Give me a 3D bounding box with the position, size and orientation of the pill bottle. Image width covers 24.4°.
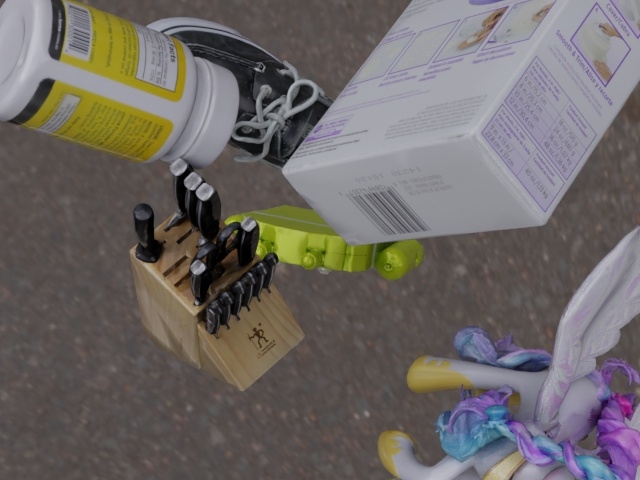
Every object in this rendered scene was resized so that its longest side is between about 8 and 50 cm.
[{"bbox_3d":[-0.184,-0.136,1.306,0.119,0.208,0.119,-28,54,46],"label":"pill bottle"}]

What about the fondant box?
[{"bbox_3d":[0.148,-0.150,1.149,0.238,0.096,0.330,-6,43,56],"label":"fondant box"}]

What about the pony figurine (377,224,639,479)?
[{"bbox_3d":[0.241,0.177,1.476,0.351,0.303,0.363,-43,23,-25],"label":"pony figurine"}]

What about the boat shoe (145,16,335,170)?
[{"bbox_3d":[-0.048,-0.123,1.486,0.113,0.306,0.105,-57,28,0],"label":"boat shoe"}]

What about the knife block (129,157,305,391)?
[{"bbox_3d":[-0.131,0.019,1.432,0.088,0.242,0.275,-40,28,-19],"label":"knife block"}]

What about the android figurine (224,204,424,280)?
[{"bbox_3d":[0.000,0.000,1.853,0.248,0.273,0.056,11,101,16],"label":"android figurine"}]
